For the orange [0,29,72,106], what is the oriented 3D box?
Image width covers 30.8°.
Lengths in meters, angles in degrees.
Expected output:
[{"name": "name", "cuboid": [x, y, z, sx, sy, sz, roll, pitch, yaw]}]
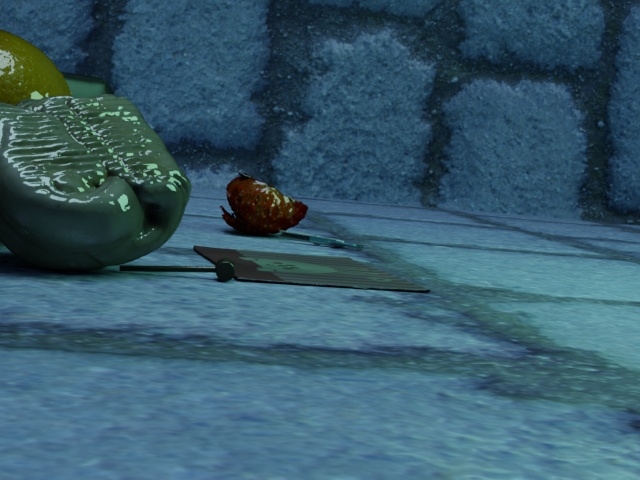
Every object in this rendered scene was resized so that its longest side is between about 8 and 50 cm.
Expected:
[{"name": "orange", "cuboid": [-0.373, -0.118, 1.277, 0.236, 0.236, 0.236, 5, 4, 0]}]

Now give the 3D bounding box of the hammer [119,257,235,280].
[{"name": "hammer", "cuboid": [-0.137, 0.026, 1.115, 0.110, 0.019, 0.035, 2, 5, -7]}]

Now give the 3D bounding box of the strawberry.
[{"name": "strawberry", "cuboid": [-0.092, -0.041, 1.745, 0.121, 0.082, 0.188, 24, -9, -10]}]

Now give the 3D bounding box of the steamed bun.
[{"name": "steamed bun", "cuboid": [-0.246, -0.043, 1.124, 0.211, 0.144, 0.218, -10, 44, -45]}]

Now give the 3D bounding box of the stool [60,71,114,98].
[{"name": "stool", "cuboid": [-0.396, -0.138, 1.678, 0.232, 0.232, 0.141, 1, 3, -43]}]

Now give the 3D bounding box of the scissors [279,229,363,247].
[{"name": "scissors", "cuboid": [0.000, 0.000, 1.636, 0.119, 0.014, 0.058, 9, 1, 11]}]

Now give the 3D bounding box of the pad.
[{"name": "pad", "cuboid": [-0.022, 0.029, 1.287, 0.202, 0.005, 0.300, 4, 4, -14]}]
